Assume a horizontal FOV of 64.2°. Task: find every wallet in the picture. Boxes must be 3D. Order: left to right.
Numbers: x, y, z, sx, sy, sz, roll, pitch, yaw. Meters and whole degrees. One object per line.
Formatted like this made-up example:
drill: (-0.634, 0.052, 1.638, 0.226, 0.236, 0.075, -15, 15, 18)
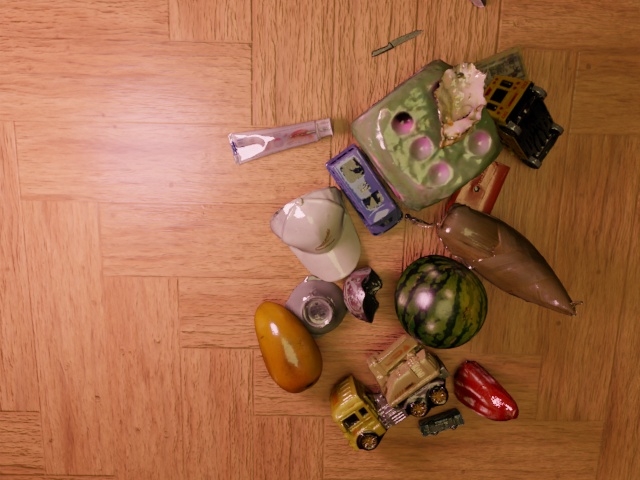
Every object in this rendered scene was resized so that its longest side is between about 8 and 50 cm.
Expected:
wallet: (0.502, -0.164, 1.629, 0.142, 0.045, 0.204, 20, 100, -4)

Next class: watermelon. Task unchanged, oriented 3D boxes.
watermelon: (0.370, 0.192, 1.579, 0.285, 0.285, 0.285, 0, 101, 0)

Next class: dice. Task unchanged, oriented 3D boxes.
dice: (0.292, -0.294, 1.458, 0.318, 0.330, 0.322, -37, 101, 7)

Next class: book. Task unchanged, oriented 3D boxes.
book: (0.563, -0.481, 1.583, 0.168, 0.013, 0.192, -22, 101, 3)

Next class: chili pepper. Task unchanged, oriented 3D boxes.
chili pepper: (0.545, 0.519, 1.669, 0.136, 0.253, 0.144, 41, 91, -26)

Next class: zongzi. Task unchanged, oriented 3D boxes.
zongzi: (0.491, 0.028, 1.485, 0.447, 0.418, 0.181, 30, 103, -14)

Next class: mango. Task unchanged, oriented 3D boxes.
mango: (-0.110, 0.342, 1.652, 0.173, 0.211, 0.317, -29, 92, -24)

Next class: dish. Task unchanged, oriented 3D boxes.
dish: (0.005, 0.228, 1.687, 0.246, 0.078, 0.224, -1, 100, 0)

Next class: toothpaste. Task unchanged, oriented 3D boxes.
toothpaste: (-0.122, -0.316, 1.587, 0.323, 0.066, 0.100, -11, 106, 6)

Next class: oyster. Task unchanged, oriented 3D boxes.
oyster: (0.347, -0.335, 1.263, 0.133, 0.072, 0.209, -6, 80, 2)

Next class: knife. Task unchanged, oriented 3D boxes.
knife: (0.233, -0.604, 1.557, 0.170, 0.010, 0.023, -25, 106, 2)

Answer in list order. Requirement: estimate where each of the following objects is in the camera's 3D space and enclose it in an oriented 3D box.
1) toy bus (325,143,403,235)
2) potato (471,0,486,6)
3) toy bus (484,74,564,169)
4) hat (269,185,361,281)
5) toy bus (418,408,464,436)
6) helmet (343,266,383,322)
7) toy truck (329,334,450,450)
toy bus: (0.144, -0.145, 1.574, 0.125, 0.133, 0.292, -35, 105, 5)
potato: (0.460, -0.739, 1.523, 0.093, 0.036, 0.037, 46, 61, -26)
toy bus: (0.588, -0.344, 1.501, 0.331, 0.151, 0.145, 27, 97, -50)
hat: (-0.002, -0.005, 1.595, 0.258, 0.168, 0.301, -29, 100, 6)
toy bus: (0.420, 0.634, 1.780, 0.153, 0.061, 0.051, -21, 102, 5)
helmet: (0.125, 0.171, 1.644, 0.107, 0.153, 0.176, 4, 70, 24)
toy truck: (0.218, 0.495, 1.691, 0.405, 0.180, 0.254, -36, 101, 6)
